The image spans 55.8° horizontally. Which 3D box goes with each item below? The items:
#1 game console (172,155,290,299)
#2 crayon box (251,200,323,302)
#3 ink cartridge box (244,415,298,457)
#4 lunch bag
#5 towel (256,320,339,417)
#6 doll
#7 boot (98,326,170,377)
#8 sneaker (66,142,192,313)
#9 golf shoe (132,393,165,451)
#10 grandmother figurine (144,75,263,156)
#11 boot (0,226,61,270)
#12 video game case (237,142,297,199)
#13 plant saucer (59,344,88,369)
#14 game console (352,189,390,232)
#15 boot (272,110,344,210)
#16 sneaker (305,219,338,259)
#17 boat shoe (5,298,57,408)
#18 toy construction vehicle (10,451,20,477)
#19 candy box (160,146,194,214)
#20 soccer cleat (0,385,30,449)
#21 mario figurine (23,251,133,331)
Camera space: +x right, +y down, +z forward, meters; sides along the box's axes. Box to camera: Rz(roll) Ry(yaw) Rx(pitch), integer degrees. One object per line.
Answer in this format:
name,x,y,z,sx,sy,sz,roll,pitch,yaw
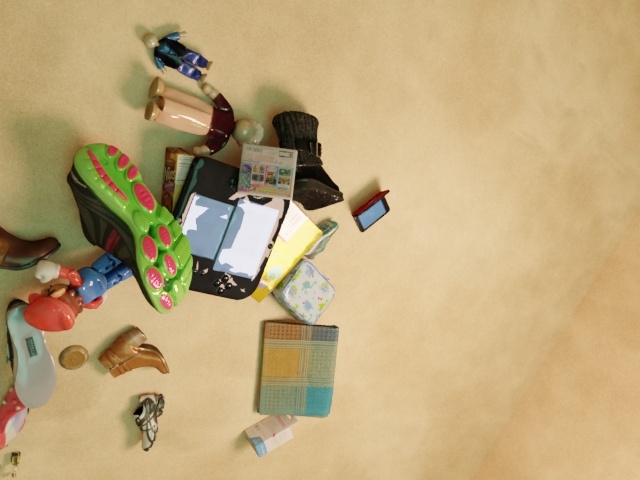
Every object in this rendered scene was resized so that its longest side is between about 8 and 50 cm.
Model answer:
game console,-0.281,-0.023,1.778,0.342,0.060,0.387,16,98,-41
crayon box,-0.168,0.021,1.967,0.318,0.081,0.202,-48,125,-7
ink cartridge box,-0.173,0.703,2.224,0.181,0.104,0.062,-25,120,-20
lunch bag,-0.057,0.170,2.074,0.176,0.090,0.219,-55,129,-16
towel,-0.081,0.463,2.159,0.271,0.040,0.370,4,108,-3
doll,-0.390,-0.507,1.643,0.189,0.046,0.129,22,98,-29
boot,-0.575,0.379,1.877,0.152,0.073,0.197,-40,112,-13
sneaker,-0.510,-0.026,1.623,0.185,0.202,0.483,-33,98,-47
golf shoe,-0.571,0.589,1.969,0.093,0.077,0.198,12,96,-23
grandmother figurine,-0.318,-0.337,1.719,0.342,0.104,0.208,12,97,-33
boot,-0.839,-0.056,1.554,0.264,0.096,0.281,-16,109,-17
video game case,-0.151,-0.196,1.725,0.157,0.019,0.143,7,88,-8
plant saucer,-0.734,0.352,1.803,0.083,0.015,0.084,-12,115,-26
game console,0.193,-0.102,2.134,0.144,0.124,0.085,-39,97,-12
boot,-0.031,-0.247,1.908,0.131,0.348,0.260,-14,78,14
sneaker,0.000,0.000,2.082,0.166,0.065,0.076,-41,141,-7
boat shoe,-0.816,0.312,1.677,0.113,0.105,0.307,-20,111,-33
toy construction vehicle,-0.939,0.663,1.794,0.085,0.035,0.098,8,105,-33
candy box,-0.412,-0.165,1.729,0.053,0.109,0.187,0,108,-33
soccer cleat,-0.877,0.494,1.749,0.248,0.083,0.095,-57,163,-9
mario figurine,-0.673,0.116,1.658,0.320,0.170,0.198,-43,104,-37
